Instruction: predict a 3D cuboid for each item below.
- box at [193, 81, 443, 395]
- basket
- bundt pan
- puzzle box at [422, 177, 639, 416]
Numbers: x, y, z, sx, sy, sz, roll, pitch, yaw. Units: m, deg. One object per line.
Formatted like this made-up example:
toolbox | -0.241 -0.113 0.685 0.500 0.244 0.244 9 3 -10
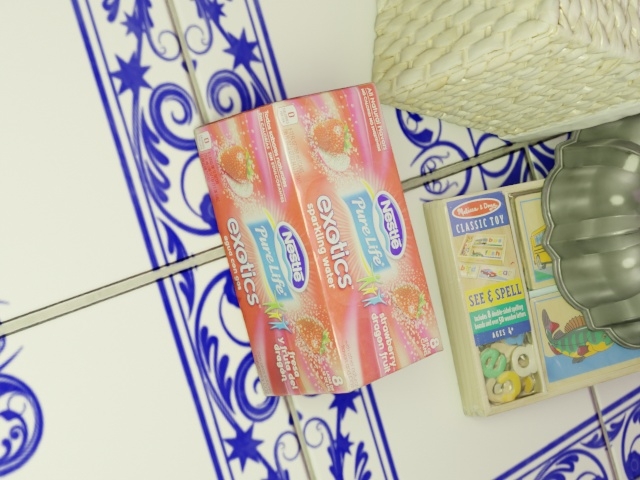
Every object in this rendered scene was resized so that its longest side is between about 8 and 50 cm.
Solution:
box | 0.000 0.000 1.274 0.154 0.142 0.300 -17 94 -41
basket | 0.252 -0.316 1.427 0.266 0.331 0.328 9 77 -33
bundt pan | 0.443 -0.027 1.511 0.331 0.124 0.331 3 84 -25
puzzle box | 0.337 0.045 1.549 0.409 0.052 0.272 -12 90 -26
